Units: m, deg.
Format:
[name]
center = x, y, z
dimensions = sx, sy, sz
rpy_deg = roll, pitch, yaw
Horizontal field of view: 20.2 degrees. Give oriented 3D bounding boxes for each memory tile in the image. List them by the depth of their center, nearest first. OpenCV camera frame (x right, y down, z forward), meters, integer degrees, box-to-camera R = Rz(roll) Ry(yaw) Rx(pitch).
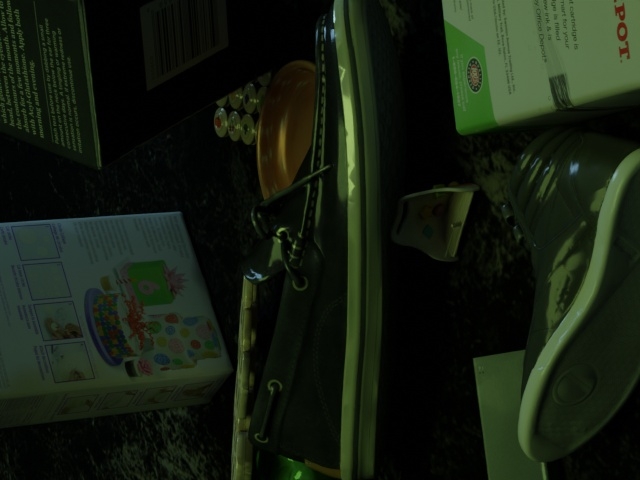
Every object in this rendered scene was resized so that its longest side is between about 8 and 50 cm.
[memory tile]
center = -0.091, -0.170, 2.129
dimensions = 0.148, 0.012, 0.113
rpy_deg = 20, 110, 59

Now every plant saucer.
[plant saucer]
center = -0.009, -0.097, 1.968
dimensions = 0.200, 0.037, 0.200
rpy_deg = 8, 100, 59

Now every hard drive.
[hard drive]
center = 0.183, 0.171, 1.674
dimensions = 0.094, 0.022, 0.135
rpy_deg = -17, 79, 60

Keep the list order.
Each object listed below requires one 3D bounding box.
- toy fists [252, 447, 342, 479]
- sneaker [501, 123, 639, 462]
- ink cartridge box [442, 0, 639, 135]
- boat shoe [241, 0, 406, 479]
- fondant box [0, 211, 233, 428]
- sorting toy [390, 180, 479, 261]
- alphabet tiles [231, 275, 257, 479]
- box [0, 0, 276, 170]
[toy fists]
center = 0.014, 0.300, 1.919
dimensions = 0.279, 0.096, 0.142
rpy_deg = 52, 148, 43
[sneaker]
center = 0.211, 0.036, 1.539
dimensions = 0.147, 0.104, 0.296
rpy_deg = 42, 123, 53
[ink cartridge box]
center = 0.219, -0.204, 1.476
dimensions = 0.273, 0.115, 0.198
rpy_deg = -10, 85, 61
[boat shoe]
center = 0.000, 0.000, 1.795
dimensions = 0.187, 0.156, 0.500
rpy_deg = -51, -35, -71
[fondant box]
center = -0.299, 0.094, 2.201
dimensions = 0.096, 0.330, 0.238
rpy_deg = -56, 47, 50
[sorting toy]
center = 0.104, -0.023, 1.738
dimensions = 0.045, 0.075, 0.083
rpy_deg = 48, 133, 45
[alphabet tiles]
center = -0.084, 0.172, 2.016
dimensions = 0.278, 0.021, 0.284
rpy_deg = 98, 173, -51
[box]
center = -0.295, -0.276, 2.012
dimensions = 0.395, 0.293, 0.212
rpy_deg = 22, 129, 33
